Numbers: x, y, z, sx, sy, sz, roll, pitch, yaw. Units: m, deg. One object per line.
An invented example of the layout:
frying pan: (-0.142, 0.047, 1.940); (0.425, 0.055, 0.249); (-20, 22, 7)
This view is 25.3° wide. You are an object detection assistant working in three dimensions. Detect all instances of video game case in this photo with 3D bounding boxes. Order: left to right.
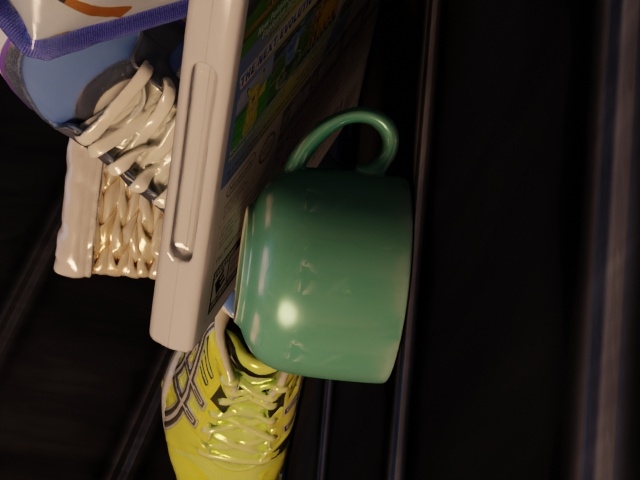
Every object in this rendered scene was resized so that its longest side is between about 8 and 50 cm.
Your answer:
video game case: (-0.018, -0.134, 0.941); (0.329, 0.036, 0.300); (-58, -15, -48)

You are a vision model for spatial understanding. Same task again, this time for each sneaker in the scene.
sneaker: (-0.096, -0.056, 1.105); (0.130, 0.322, 0.236); (-41, 54, 14)
sneaker: (-0.084, 0.131, 1.397); (0.147, 0.145, 0.385); (-96, 12, -66)

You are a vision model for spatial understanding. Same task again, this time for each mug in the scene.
mug: (-0.001, 0.008, 0.892); (0.129, 0.097, 0.158); (106, 169, -61)

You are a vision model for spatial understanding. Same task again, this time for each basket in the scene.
basket: (-0.136, -0.124, 1.575); (0.328, 0.266, 0.331); (-134, 50, -83)

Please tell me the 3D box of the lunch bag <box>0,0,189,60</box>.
lunch bag: (-0.085, -0.340, 1.007); (0.385, 0.239, 0.328); (-26, -32, -44)
